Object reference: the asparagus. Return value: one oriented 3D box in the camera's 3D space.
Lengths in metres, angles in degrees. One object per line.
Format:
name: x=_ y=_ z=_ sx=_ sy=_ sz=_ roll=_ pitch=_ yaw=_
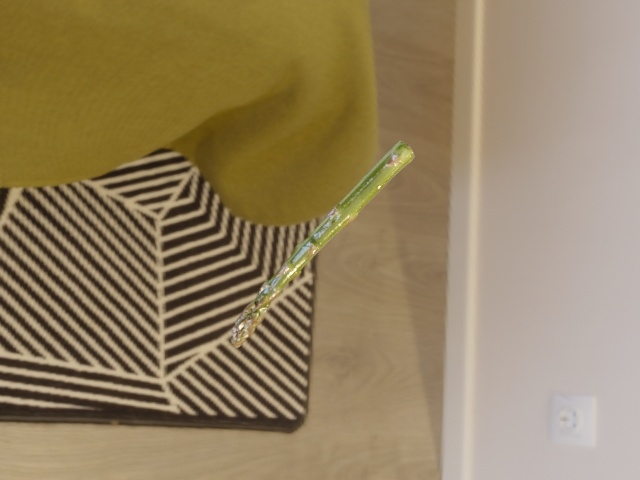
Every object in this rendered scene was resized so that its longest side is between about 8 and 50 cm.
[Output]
asparagus: x=0.000 y=0.000 z=0.890 sx=0.024 sy=0.025 sz=0.248 roll=46 pitch=77 yaw=-15
